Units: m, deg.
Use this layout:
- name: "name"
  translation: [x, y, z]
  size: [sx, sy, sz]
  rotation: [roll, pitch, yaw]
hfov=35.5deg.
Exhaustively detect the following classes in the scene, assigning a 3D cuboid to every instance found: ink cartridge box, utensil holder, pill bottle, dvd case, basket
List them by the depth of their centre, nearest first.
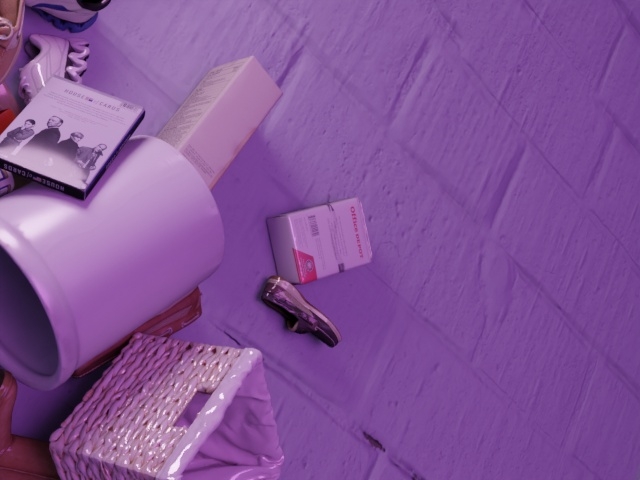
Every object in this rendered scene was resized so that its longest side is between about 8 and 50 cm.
- name: "pill bottle"
  translation: [-0.587, -0.090, 1.691]
  size: [0.120, 0.067, 0.067]
  rotation: [-31, 106, -38]
- name: "dvd case"
  translation: [-0.429, -0.181, 1.700]
  size: [0.179, 0.030, 0.239]
  rotation: [21, 45, 3]
- name: "utensil holder"
  translation: [-0.408, 0.025, 1.760]
  size: [0.385, 0.327, 0.328]
  rotation: [-35, 108, -40]
- name: "basket"
  translation: [-0.261, 0.390, 1.785]
  size: [0.328, 0.266, 0.331]
  rotation: [-56, 146, -46]
- name: "ink cartridge box"
  translation: [0.000, 0.000, 2.248]
  size: [0.218, 0.092, 0.159]
  rotation: [-15, 96, -38]

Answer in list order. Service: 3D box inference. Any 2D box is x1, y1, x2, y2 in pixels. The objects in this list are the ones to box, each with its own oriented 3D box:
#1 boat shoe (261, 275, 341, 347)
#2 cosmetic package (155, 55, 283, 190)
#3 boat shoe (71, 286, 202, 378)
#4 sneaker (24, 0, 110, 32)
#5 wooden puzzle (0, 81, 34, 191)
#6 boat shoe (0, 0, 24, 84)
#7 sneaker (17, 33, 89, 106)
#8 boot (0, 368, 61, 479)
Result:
- name: "boat shoe"
  translation: [-0.048, 0.171, 2.207]
  size: [0.223, 0.080, 0.073]
  rotation: [46, 65, -22]
- name: "cosmetic package"
  translation: [-0.229, -0.223, 2.032]
  size: [0.113, 0.160, 0.309]
  rotation: [50, 59, -27]
- name: "boat shoe"
  translation: [-0.348, 0.178, 1.924]
  size: [0.324, 0.123, 0.116]
  rotation: [-34, 117, -33]
- name: "sneaker"
  translation: [-0.509, -0.483, 1.804]
  size: [0.315, 0.182, 0.127]
  rotation: [12, 77, -39]
- name: "wooden puzzle"
  translation: [-0.655, -0.188, 1.721]
  size: [0.322, 0.080, 0.348]
  rotation: [-41, 112, -34]
- name: "boat shoe"
  translation: [-0.549, -0.399, 1.685]
  size: [0.104, 0.089, 0.285]
  rotation: [11, 87, -10]
- name: "sneaker"
  translation: [-0.501, -0.254, 1.830]
  size: [0.118, 0.110, 0.292]
  rotation: [15, 58, -29]
- name: "boot"
  translation: [-0.503, 0.360, 1.761]
  size: [0.269, 0.089, 0.236]
  rotation: [27, 106, -34]
